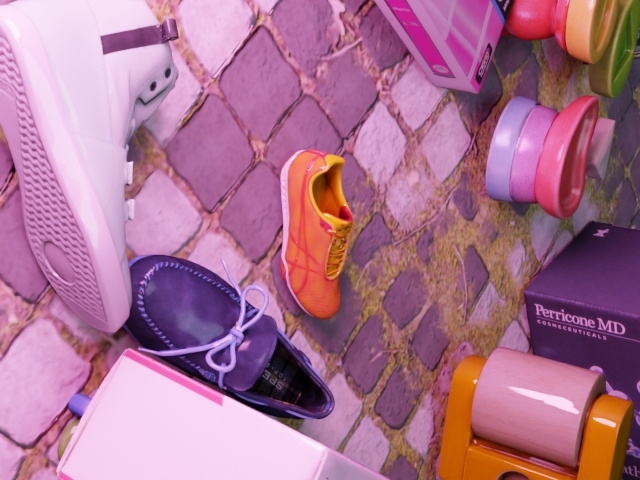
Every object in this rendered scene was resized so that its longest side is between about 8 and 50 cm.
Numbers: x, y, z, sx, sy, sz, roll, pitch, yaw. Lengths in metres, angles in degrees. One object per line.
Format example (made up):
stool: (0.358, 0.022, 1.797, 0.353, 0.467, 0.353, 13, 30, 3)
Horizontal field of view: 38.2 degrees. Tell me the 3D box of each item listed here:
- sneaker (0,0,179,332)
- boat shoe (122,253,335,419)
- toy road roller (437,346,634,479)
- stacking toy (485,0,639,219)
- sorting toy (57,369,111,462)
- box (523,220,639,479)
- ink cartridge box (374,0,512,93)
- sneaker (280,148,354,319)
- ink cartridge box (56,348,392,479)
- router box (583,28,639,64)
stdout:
sneaker: (-0.151, -0.064, 0.704, 0.151, 0.094, 0.256, -32, 122, -41)
boat shoe: (-0.069, 0.086, 0.828, 0.258, 0.089, 0.109, 35, 73, -45)
toy road roller: (0.285, 0.288, 1.182, 0.240, 0.202, 0.330, -20, 119, -56)
stacking toy: (0.290, -0.194, 1.159, 0.279, 0.130, 0.309, -16, 118, -60)
sorting toy: (-0.175, 0.150, 0.765, 0.061, 0.042, 0.102, 44, 67, -43)
box: (0.486, 0.207, 1.298, 0.212, 0.293, 0.395, -36, 123, -36)
ink cartridge box: (0.105, -0.301, 0.887, 0.371, 0.069, 0.176, 35, 74, -57)
sneaker: (0.000, 0.000, 0.899, 0.064, 0.067, 0.175, -27, 120, -42)
ink cartridge box: (-0.042, 0.214, 0.768, 0.117, 0.207, 0.283, -63, 147, -12)
router box: (0.412, -0.296, 1.290, 0.122, 0.038, 0.092, -17, 111, -43)
